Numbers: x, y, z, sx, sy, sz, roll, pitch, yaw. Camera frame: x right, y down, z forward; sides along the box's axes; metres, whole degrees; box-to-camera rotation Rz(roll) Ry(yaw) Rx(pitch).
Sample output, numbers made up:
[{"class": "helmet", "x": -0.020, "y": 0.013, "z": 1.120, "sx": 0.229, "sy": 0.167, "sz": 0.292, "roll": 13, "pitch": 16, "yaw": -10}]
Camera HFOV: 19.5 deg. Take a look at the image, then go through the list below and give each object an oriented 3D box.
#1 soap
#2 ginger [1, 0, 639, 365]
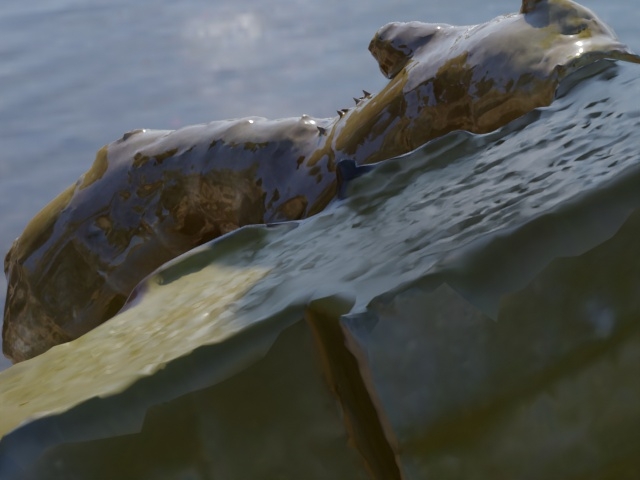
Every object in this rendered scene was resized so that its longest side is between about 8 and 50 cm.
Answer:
[{"class": "soap", "x": 0.058, "y": 0.118, "z": 0.511, "sx": 0.259, "sy": 0.281, "sz": 0.143, "roll": -25, "pitch": 14, "yaw": -5}, {"class": "ginger", "x": 0.000, "y": -0.007, "z": 0.990, "sx": 0.363, "sy": 0.348, "sz": 0.122, "roll": 36, "pitch": 22, "yaw": 36}]
